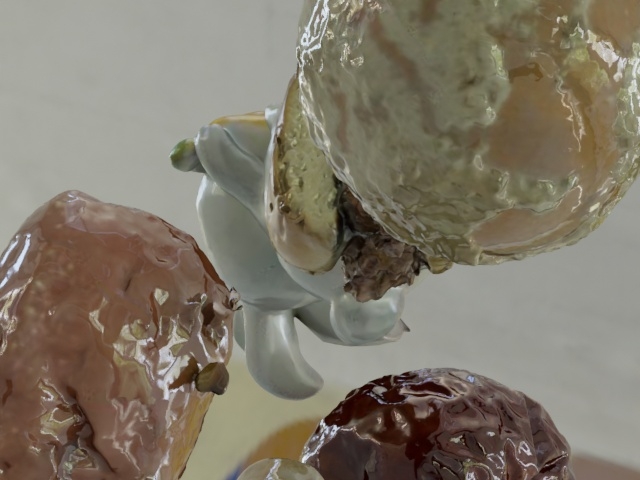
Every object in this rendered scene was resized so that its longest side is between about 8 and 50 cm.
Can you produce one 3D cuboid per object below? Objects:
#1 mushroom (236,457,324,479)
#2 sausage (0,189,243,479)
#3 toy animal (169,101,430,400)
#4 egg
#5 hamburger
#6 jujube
[{"bbox_3d":[-0.031,0.228,1.132,0.206,0.209,0.206,32,-36,26],"label":"mushroom"},{"bbox_3d":[-0.106,0.144,0.520,0.079,0.327,0.087,25,8,23],"label":"sausage"},{"bbox_3d":[0.000,-0.007,1.617,0.247,0.182,0.310,62,-30,2],"label":"toy animal"},{"bbox_3d":[0.087,-0.105,0.999,0.203,0.245,0.203,-1,-26,-1],"label":"egg"},{"bbox_3d":[0.052,-0.082,1.362,0.155,0.245,0.282,14,11,4],"label":"hamburger"},{"bbox_3d":[0.100,0.211,1.653,0.213,0.213,0.232,-4,-11,43],"label":"jujube"}]
